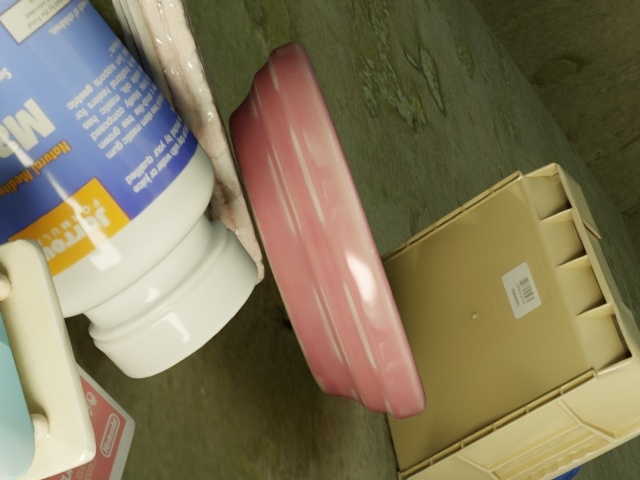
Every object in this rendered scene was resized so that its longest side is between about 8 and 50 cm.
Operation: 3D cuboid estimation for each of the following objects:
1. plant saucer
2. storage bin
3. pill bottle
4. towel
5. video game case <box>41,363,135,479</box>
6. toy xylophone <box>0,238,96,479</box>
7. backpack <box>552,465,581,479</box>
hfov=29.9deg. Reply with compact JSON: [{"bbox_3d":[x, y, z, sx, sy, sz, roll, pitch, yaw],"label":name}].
[{"bbox_3d":[0.000,0.000,1.023,0.332,0.084,0.332,-20,90,-89],"label":"plant saucer"},{"bbox_3d":[0.184,0.097,1.195,0.123,0.260,0.262,35,31,-41],"label":"storage bin"},{"bbox_3d":[-0.161,-0.049,0.734,0.272,0.152,0.152,52,22,-18],"label":"pill bottle"},{"bbox_3d":[-0.125,-0.170,0.912,0.317,0.053,0.332,-109,-176,-46],"label":"towel"},{"bbox_3d":[-0.213,0.076,0.627,0.285,0.025,0.204,50,23,-24],"label":"video game case"},{"bbox_3d":[-0.242,0.036,0.468,0.322,0.081,0.236,-15,82,-60],"label":"toy xylophone"},{"bbox_3d":[0.217,0.241,1.269,0.098,0.120,0.101,16,48,-63],"label":"backpack"}]
